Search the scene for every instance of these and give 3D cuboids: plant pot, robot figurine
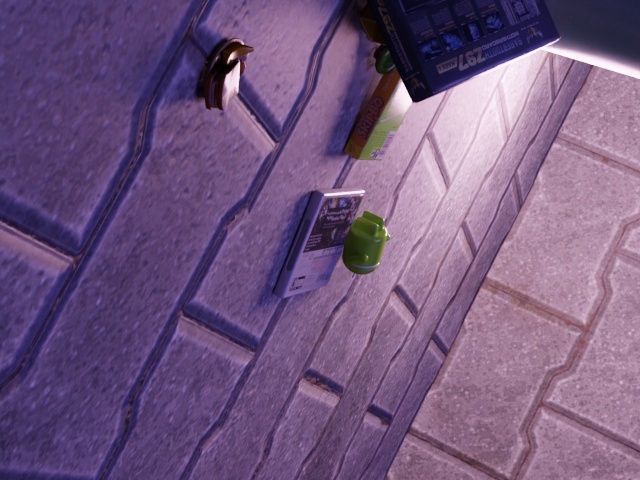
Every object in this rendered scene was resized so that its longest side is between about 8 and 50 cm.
[{"bbox_3d":[0.544,-0.476,2.176,0.341,0.334,0.341,-55,161,-29],"label":"plant pot"},{"bbox_3d":[0.074,0.008,1.928,0.101,0.067,0.115,-45,155,-52],"label":"robot figurine"},{"bbox_3d":[0.111,-0.317,1.571,0.081,0.081,0.083,45,66,-72],"label":"plant pot"}]

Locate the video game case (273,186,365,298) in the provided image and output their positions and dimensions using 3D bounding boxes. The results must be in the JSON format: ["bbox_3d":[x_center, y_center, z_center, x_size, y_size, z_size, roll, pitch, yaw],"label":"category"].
[{"bbox_3d":[0.000,0.000,1.782,0.173,0.022,0.190,-68,162,12],"label":"video game case"}]

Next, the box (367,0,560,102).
[{"bbox_3d":[0.187,-0.308,1.516,0.232,0.183,0.059,-26,-177,-25],"label":"box"}]

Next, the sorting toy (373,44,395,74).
[{"bbox_3d":[0.104,-0.294,1.656,0.061,0.042,0.102,-11,138,-50],"label":"sorting toy"}]

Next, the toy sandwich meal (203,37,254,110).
[{"bbox_3d":[-0.098,-0.179,1.232,0.085,0.029,0.085,-54,160,-30],"label":"toy sandwich meal"}]

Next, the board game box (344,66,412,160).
[{"bbox_3d":[0.125,-0.242,1.749,0.259,0.039,0.124,-60,164,13],"label":"board game box"}]
